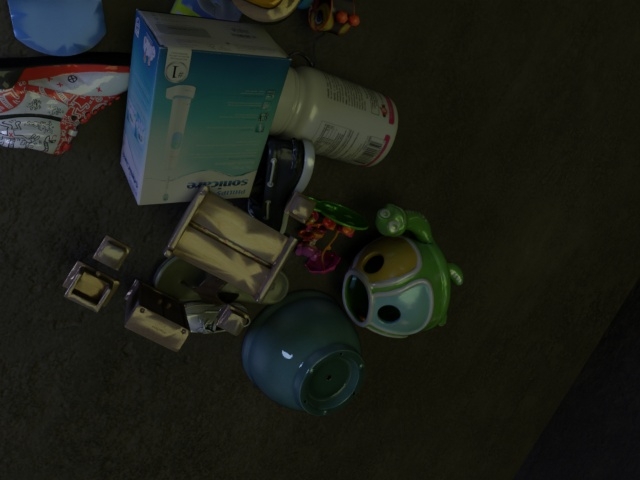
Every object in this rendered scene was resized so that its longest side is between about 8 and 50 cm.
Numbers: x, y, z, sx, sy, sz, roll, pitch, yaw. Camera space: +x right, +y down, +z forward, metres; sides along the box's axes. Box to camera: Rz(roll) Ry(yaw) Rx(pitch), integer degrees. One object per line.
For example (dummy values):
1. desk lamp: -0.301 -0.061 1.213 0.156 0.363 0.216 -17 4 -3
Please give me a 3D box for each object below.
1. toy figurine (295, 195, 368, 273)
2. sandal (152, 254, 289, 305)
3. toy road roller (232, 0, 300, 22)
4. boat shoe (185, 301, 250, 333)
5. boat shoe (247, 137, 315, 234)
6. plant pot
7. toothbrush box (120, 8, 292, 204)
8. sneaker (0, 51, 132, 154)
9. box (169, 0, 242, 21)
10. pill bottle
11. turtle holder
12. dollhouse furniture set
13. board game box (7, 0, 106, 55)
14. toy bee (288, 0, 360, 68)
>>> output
1. toy figurine: 0.000 0.000 1.211 0.173 0.130 0.159 20 110 -14
2. sandal: -0.199 0.087 1.126 0.303 0.086 0.120 6 106 -26
3. toy road roller: -0.153 -0.489 0.773 0.330 0.202 0.240 22 107 -13
4. boat shoe: -0.242 0.177 1.158 0.184 0.063 0.066 5 108 -33
5. boat shoe: -0.101 -0.092 1.056 0.091 0.114 0.302 6 137 -20
6. plant pot: -0.016 0.289 1.261 0.293 0.196 0.292 -12 115 -26
7. toothbrush box: -0.205 -0.213 0.900 0.216 0.126 0.295 -9 138 -33
8. sneaker: -0.404 -0.227 0.877 0.270 0.090 0.144 -15 128 -31
9. box: -0.204 -0.406 0.943 0.109 0.042 0.178 23 97 -35
10. pill bottle: 0.002 -0.252 1.059 0.283 0.160 0.160 9 105 -34
11. turtle holder: 0.186 0.091 1.249 0.228 0.243 0.320 -12 148 -28
12. dollhouse furniture set: -0.237 -0.002 0.981 0.303 0.174 0.355 32 89 -22
13. board game box: -0.415 -0.378 0.829 0.133 0.033 0.168 -10 112 -22
14. toy bee: 0.029 -0.453 0.990 0.195 0.162 0.298 -23 121 -23
